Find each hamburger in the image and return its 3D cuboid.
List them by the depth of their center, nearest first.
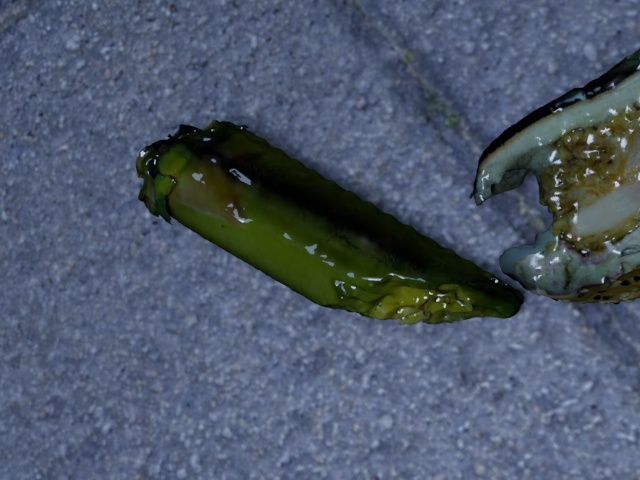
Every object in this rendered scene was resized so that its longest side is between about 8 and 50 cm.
[{"bbox_3d":[0.290,-0.051,0.900,0.288,0.192,0.168,-29,66,39],"label":"hamburger"}]

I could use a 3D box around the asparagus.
[{"bbox_3d":[0.000,0.000,1.021,0.382,0.128,0.108,30,129,19],"label":"asparagus"}]
